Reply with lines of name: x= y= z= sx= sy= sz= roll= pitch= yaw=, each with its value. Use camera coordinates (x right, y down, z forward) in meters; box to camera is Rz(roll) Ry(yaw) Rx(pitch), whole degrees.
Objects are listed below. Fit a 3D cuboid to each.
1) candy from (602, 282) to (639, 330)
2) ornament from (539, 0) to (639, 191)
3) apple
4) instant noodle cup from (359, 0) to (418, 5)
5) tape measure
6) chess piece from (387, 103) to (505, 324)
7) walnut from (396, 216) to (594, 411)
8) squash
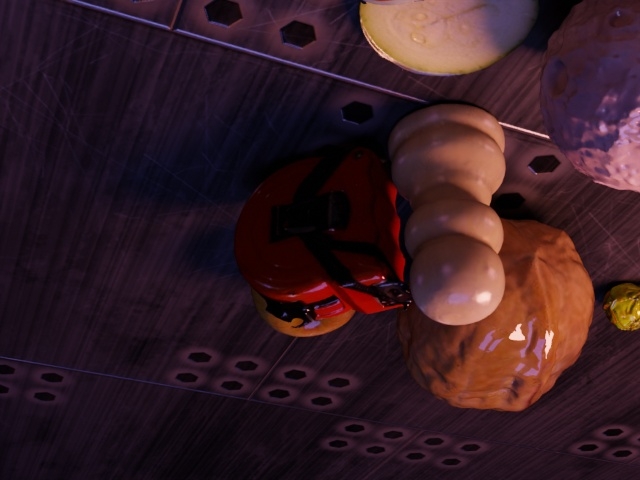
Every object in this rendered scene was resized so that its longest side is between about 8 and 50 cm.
candy: x=0.617 y=0.078 z=1.684 sx=0.262 sy=0.073 sz=0.077 roll=-27 pitch=111 yaw=24
ornament: x=0.384 y=-0.187 z=1.139 sx=0.259 sy=0.225 sz=0.259 roll=-11 pitch=126 yaw=-16
apple: x=-0.025 y=0.070 z=1.592 sx=0.182 sy=0.155 sz=0.182 roll=-3 pitch=132 yaw=-3
instant noodle cup: x=0.068 y=-0.384 z=0.850 sx=0.294 sy=0.294 sz=0.308 roll=-11 pitch=151 yaw=16
tape measure: x=0.000 y=-0.001 z=1.393 sx=0.260 sy=0.253 sz=0.114 roll=-14 pitch=146 yaw=20
chess piece: x=0.181 y=-0.024 z=1.320 sx=0.167 sy=0.299 sz=0.167 roll=0 pitch=147 yaw=0
walnut: x=0.280 y=0.110 z=1.534 sx=0.306 sy=0.306 sz=0.344 roll=7 pitch=148 yaw=-10
squash: x=0.152 y=-0.284 z=1.176 sx=0.219 sy=0.041 sz=0.219 roll=3 pitch=149 yaw=2
